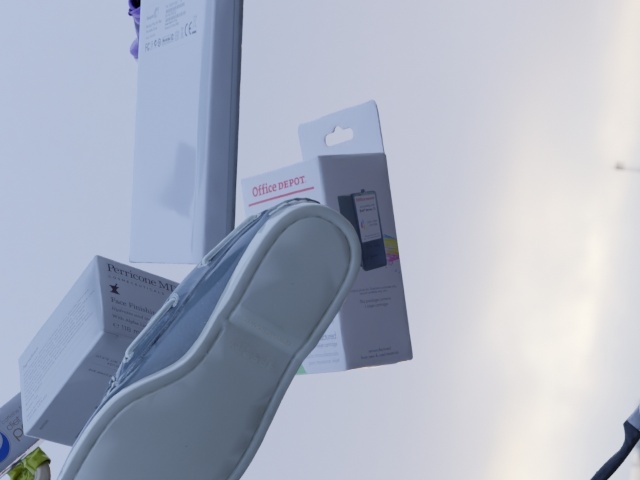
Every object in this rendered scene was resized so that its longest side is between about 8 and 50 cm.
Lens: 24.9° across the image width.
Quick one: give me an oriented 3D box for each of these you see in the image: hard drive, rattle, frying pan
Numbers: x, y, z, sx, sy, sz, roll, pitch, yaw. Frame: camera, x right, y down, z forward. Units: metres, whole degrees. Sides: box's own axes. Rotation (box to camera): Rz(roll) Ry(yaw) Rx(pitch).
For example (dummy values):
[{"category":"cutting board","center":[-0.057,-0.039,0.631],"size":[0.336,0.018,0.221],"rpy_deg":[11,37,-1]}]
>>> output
[{"category":"hard drive","center":[-0.129,-0.131,1.377],"size":[0.203,0.040,0.308],"rpy_deg":[0,87,64]},{"category":"rattle","center":[-0.510,0.408,2.252],"size":[0.143,0.130,0.200],"rpy_deg":[-44,16,36]},{"category":"frying pan","center":[0.430,0.190,1.780],"size":[0.197,0.053,0.326],"rpy_deg":[-36,-13,-35]}]

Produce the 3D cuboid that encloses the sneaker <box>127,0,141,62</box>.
[{"category":"sneaker","center":[-0.249,-0.323,2.089],"size":[0.170,0.071,0.068],"rpy_deg":[-54,12,55]}]

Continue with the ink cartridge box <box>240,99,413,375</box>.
[{"category":"ink cartridge box","center":[0.000,0.000,1.955],"size":[0.119,0.207,0.354],"rpy_deg":[-5,-95,-35]}]

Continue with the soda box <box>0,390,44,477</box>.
[{"category":"soda box","center":[-0.419,0.264,1.921],"size":[0.216,0.069,0.074],"rpy_deg":[-42,-3,-34]}]

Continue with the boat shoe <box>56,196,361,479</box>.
[{"category":"boat shoe","center":[-0.092,0.102,1.092],"size":[0.319,0.116,0.099],"rpy_deg":[-53,22,-2]}]

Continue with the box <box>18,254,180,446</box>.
[{"category":"box","center":[-0.208,0.137,1.582],"size":[0.182,0.181,0.119],"rpy_deg":[-50,36,29]}]
